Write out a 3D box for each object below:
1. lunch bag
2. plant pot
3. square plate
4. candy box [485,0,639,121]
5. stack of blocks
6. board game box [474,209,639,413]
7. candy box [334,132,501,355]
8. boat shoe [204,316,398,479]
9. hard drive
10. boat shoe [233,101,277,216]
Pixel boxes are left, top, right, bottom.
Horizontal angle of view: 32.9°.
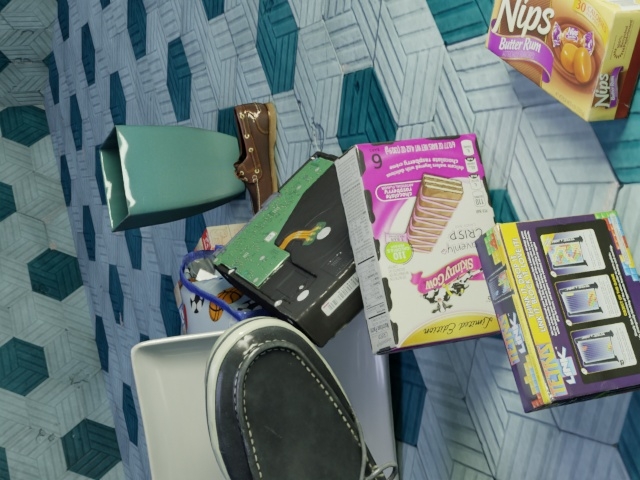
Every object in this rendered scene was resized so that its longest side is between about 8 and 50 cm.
[{"bbox_3d":[-0.099,0.194,1.709,0.385,0.239,0.328,16,113,58],"label":"lunch bag"},{"bbox_3d":[-0.270,-0.120,2.012,0.165,0.234,0.165,153,109,-66],"label":"plant pot"},{"bbox_3d":[-0.068,0.269,1.487,0.049,0.347,0.344,-141,43,-70],"label":"square plate"},{"bbox_3d":[0.235,-0.203,1.042,0.186,0.053,0.109,-128,38,-49],"label":"candy box"},{"bbox_3d":[-0.195,0.109,2.087,0.297,0.087,0.171,125,133,-58],"label":"stack of blocks"},{"bbox_3d":[0.233,0.064,1.006,0.048,0.141,0.170,134,126,-61],"label":"board game box"},{"bbox_3d":[0.120,0.003,1.232,0.071,0.159,0.233,148,112,-66],"label":"candy box"},{"bbox_3d":[0.013,0.320,1.273,0.156,0.187,0.500,-1,110,61],"label":"boat shoe"},{"bbox_3d":[0.000,0.000,1.443,0.064,0.237,0.339,50,169,-26],"label":"hard drive"},{"bbox_3d":[-0.116,-0.134,1.858,0.073,0.073,0.207,-157,61,-63],"label":"boat shoe"}]
